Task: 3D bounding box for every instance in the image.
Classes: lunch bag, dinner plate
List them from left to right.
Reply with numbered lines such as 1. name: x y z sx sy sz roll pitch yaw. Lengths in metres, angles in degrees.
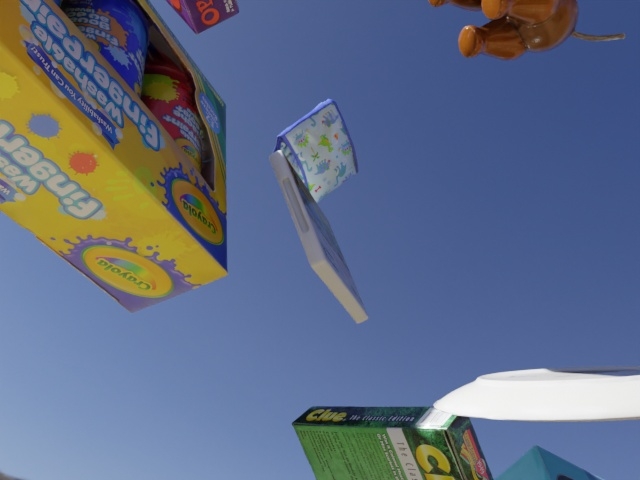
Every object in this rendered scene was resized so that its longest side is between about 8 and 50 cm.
1. lunch bag: -0.012 -0.159 1.122 0.096 0.129 0.151 31 -30 34
2. dinner plate: 0.129 0.075 0.322 0.141 0.017 0.141 -4 -10 -1

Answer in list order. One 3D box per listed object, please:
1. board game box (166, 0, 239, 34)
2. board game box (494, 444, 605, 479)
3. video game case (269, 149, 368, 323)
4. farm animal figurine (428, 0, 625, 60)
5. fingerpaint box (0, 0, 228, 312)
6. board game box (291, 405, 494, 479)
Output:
1. board game box: -0.189 -0.342 0.520 0.347 0.056 0.208 50 -9 34
2. board game box: 0.324 0.387 0.593 0.254 0.336 0.079 29 -66 -18
3. video game case: 0.000 0.000 0.963 0.026 0.206 0.227 -26 -32 7
4. farm animal figurine: 0.194 -0.238 0.299 0.172 0.326 0.330 -14 -53 -21
5. fingerpaint box: -0.292 -0.188 0.778 0.163 0.371 0.444 -22 -44 15
6. board game box: 0.080 0.231 0.422 0.136 0.030 0.259 -14 -79 47
